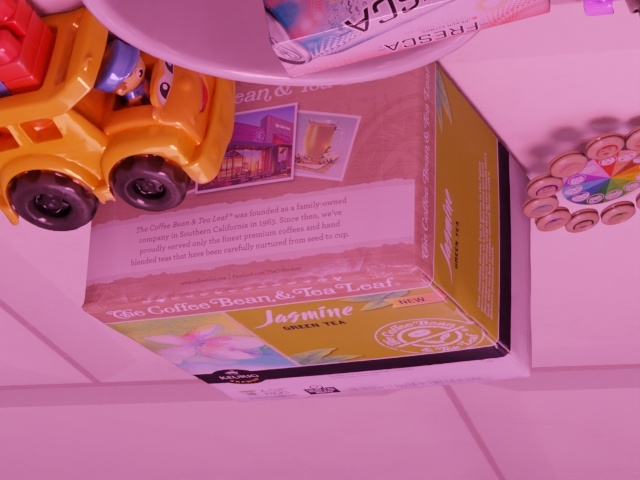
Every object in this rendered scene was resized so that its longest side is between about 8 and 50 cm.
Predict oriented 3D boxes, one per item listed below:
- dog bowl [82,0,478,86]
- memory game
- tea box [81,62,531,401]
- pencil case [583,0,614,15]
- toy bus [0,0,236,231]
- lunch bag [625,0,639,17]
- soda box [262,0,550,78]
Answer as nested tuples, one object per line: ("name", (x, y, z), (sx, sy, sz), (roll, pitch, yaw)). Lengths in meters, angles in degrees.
("dog bowl", (-0.023, -0.221, 1.222), (0.348, 0.102, 0.349), (2, 158, 1))
("memory game", (0.284, -0.057, 1.647), (0.186, 0.012, 0.186), (-12, 152, -6))
("tea box", (0.000, 0.000, 1.613), (0.329, 0.220, 0.323), (-8, 155, 24))
("pencil case", (0.181, -0.241, 1.167), (0.086, 0.088, 0.206), (-5, 158, 20))
("toy bus", (-0.209, -0.132, 1.445), (0.220, 0.149, 0.211), (-9, 140, 22))
("lunch bag", (0.363, -0.201, 1.024), (0.305, 0.213, 0.256), (-5, 165, -29))
("soda box", (0.056, -0.163, 1.111), (0.183, 0.058, 0.063), (-14, 162, 7))
